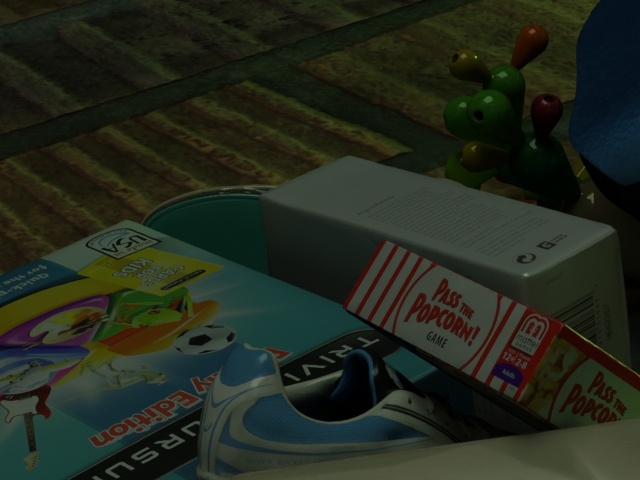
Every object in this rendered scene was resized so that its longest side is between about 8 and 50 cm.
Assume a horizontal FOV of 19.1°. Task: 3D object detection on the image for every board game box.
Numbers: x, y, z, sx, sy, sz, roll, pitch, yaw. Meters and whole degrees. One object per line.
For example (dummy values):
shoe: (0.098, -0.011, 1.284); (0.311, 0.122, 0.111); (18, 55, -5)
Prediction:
board game box: (0.124, 0.078, 0.968); (0.147, 0.193, 0.045); (27, 85, 52)
board game box: (-0.115, 0.101, 1.112); (0.254, 0.079, 0.336); (-26, 29, -33)

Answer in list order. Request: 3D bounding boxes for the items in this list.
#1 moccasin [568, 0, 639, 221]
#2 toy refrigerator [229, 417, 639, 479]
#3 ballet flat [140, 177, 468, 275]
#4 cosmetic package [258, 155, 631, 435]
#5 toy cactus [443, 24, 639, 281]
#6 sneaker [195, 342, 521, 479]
moccasin: (0.235, -0.099, 1.247); (0.138, 0.117, 0.342); (-30, 19, 36)
toy refrigerator: (0.100, 0.155, 0.867); (0.270, 0.102, 0.094); (-8, 42, 2)
ballet flat: (0.000, 0.000, 1.316); (0.248, 0.086, 0.086); (-1, 25, 14)
cosmetic package: (0.072, 0.031, 1.157); (0.085, 0.117, 0.231); (-26, 30, -34)
toy cactus: (0.162, -0.045, 1.282); (0.180, 0.219, 0.112); (40, 79, 21)
sneaker: (0.047, 0.103, 0.962); (0.237, 0.086, 0.085); (12, 8, -35)
